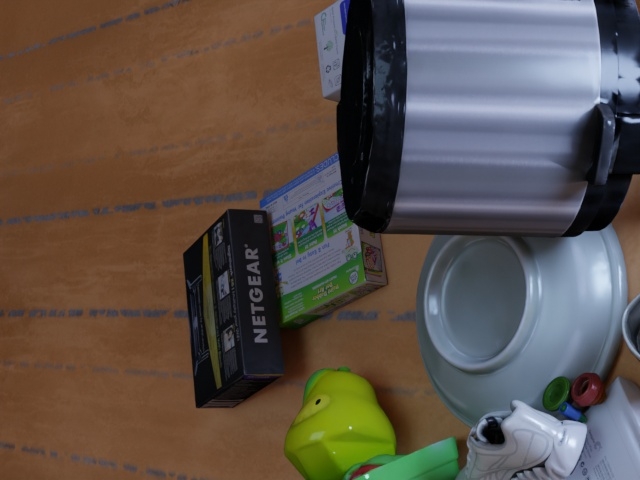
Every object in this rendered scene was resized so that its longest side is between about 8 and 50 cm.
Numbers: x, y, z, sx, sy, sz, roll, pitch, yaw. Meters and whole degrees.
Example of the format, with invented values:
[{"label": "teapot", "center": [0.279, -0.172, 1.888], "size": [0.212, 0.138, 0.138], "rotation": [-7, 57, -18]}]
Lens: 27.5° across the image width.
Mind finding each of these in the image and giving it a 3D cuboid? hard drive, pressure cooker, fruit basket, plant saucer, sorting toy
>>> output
[{"label": "hard drive", "center": [0.336, 0.382, 1.729], "size": [0.353, 0.047, 0.233], "rotation": [-55, 28, 27]}, {"label": "pressure cooker", "center": [0.244, -0.184, 1.709], "size": [0.375, 0.421, 0.369], "rotation": [103, 168, -65]}, {"label": "fruit basket", "center": [0.027, 0.373, 2.006], "size": [0.392, 0.283, 0.391], "rotation": [9, 104, 41]}, {"label": "plant saucer", "center": [0.256, 0.087, 1.894], "size": [0.400, 0.101, 0.400], "rotation": [-15, 70, 48]}, {"label": "sorting toy", "center": [0.344, 0.213, 1.747], "size": [0.102, 0.042, 0.061], "rotation": [-25, 40, 55]}]

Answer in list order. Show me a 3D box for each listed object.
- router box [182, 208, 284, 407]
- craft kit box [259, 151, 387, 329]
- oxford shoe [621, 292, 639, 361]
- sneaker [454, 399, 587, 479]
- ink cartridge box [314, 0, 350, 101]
[{"label": "router box", "center": [-0.162, 0.127, 2.364], "size": [0.243, 0.081, 0.308], "rotation": [-38, 54, 57]}, {"label": "craft kit box", "center": [0.000, 0.000, 2.260], "size": [0.250, 0.061, 0.246], "rotation": [-29, 58, 44]}, {"label": "oxford shoe", "center": [0.531, 0.028, 1.551], "size": [0.449, 0.130, 0.169], "rotation": [-46, 48, 33]}, {"label": "sneaker", "center": [0.247, 0.291, 1.797], "size": [0.292, 0.118, 0.110], "rotation": [-50, 14, 56]}, {"label": "ink cartridge box", "center": [0.120, -0.366, 2.183], "size": [0.333, 0.065, 0.165], "rotation": [-25, 64, 47]}]
